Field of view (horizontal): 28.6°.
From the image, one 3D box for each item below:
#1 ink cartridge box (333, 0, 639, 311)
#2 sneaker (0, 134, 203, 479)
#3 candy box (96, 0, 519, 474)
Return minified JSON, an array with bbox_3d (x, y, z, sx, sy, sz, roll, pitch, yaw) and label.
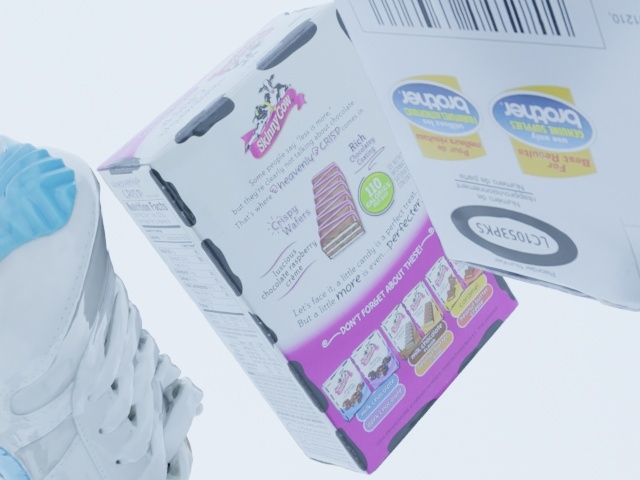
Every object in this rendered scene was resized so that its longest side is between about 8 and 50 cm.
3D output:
[{"bbox_3d":[0.130,-0.108,0.369,0.151,0.270,0.395,-44,127,-26],"label":"ink cartridge box"},{"bbox_3d":[-0.083,0.050,0.420,0.092,0.228,0.087,12,54,-5],"label":"sneaker"},{"bbox_3d":[0.000,0.000,0.751,0.159,0.071,0.233,-44,114,-27],"label":"candy box"}]
